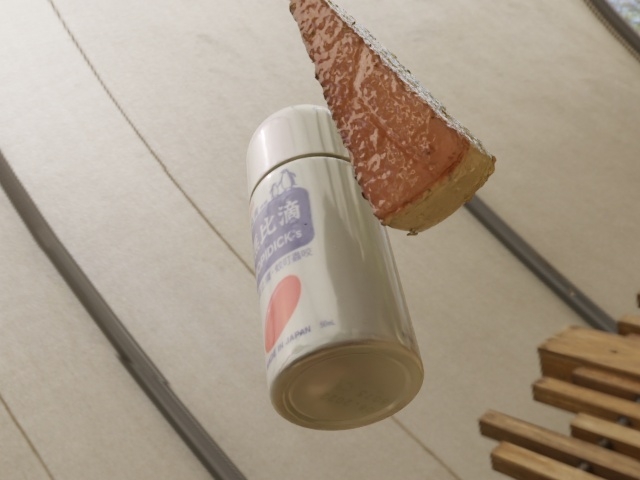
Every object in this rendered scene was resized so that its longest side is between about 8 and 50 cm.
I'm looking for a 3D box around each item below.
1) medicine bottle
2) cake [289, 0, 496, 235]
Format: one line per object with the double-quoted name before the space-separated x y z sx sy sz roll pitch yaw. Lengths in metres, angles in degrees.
"medicine bottle" 0.000 0.000 0.738 0.130 0.130 0.341 40 -152 -39
"cake" 0.055 -0.122 0.619 0.109 0.090 0.225 3 -118 -62
